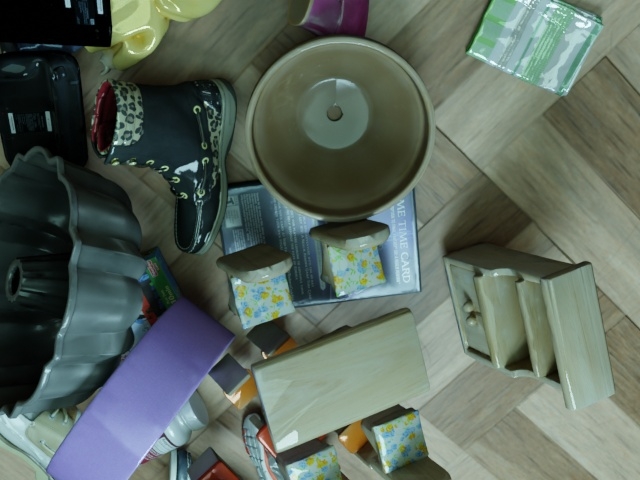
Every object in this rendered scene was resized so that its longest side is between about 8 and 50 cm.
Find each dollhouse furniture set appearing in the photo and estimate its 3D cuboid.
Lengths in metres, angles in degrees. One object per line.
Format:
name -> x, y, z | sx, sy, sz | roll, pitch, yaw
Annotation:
dollhouse furniture set -> -0.055, 0.288, 1.240 | 0.259, 0.135, 0.262 | -43, 113, -11
dollhouse furniture set -> 0.120, 0.151, 1.097 | 0.394, 0.256, 0.362 | -19, 103, -18

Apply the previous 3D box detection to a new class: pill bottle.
pill bottle -> -0.248, 0.277, 1.295 | 0.152, 0.086, 0.086 | -27, 112, 7

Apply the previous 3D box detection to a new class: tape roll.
tape roll -> -0.225, 0.206, 1.114 | 0.090, 0.275, 0.275 | 36, 107, 0

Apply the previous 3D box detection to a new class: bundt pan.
bundt pan -> -0.323, 0.054, 1.084 | 0.124, 0.331, 0.331 | 9, 115, -39

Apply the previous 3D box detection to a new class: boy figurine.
boy figurine -> -0.253, -0.295, 1.051 | 0.285, 0.092, 0.177 | -15, 113, 2

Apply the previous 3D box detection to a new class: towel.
towel -> 0.280, -0.264, 1.135 | 0.152, 0.023, 0.113 | 20, 109, -11

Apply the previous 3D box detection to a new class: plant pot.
plant pot -> 0.022, -0.152, 1.119 | 0.237, 0.110, 0.237 | -2, 114, -3

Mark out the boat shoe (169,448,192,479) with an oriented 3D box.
boat shoe -> -0.190, 0.426, 1.356 | 0.079, 0.095, 0.254 | -3, 114, -1

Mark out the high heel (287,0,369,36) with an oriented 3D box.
high heel -> 0.046, -0.358, 1.069 | 0.117, 0.082, 0.244 | 10, 99, -46

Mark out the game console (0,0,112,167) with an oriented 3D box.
game console -> -0.351, -0.204, 1.019 | 0.213, 0.044, 0.361 | 2, 142, -9

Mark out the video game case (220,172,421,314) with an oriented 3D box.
video game case -> 0.000, 0.000, 1.228 | 0.274, 0.026, 0.196 | -7, 113, -2

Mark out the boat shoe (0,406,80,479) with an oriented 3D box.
boat shoe -> -0.400, 0.267, 1.274 | 0.103, 0.113, 0.302 | -26, 122, 6

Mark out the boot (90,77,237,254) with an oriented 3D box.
boot -> -0.204, -0.092, 1.098 | 0.178, 0.085, 0.236 | -5, 112, -43

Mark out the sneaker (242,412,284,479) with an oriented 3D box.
sneaker -> -0.072, 0.331, 1.355 | 0.065, 0.061, 0.158 | -25, 109, -27

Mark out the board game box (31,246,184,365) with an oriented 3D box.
board game box -> -0.295, 0.121, 1.251 | 0.211, 0.039, 0.160 | -22, 113, 6
